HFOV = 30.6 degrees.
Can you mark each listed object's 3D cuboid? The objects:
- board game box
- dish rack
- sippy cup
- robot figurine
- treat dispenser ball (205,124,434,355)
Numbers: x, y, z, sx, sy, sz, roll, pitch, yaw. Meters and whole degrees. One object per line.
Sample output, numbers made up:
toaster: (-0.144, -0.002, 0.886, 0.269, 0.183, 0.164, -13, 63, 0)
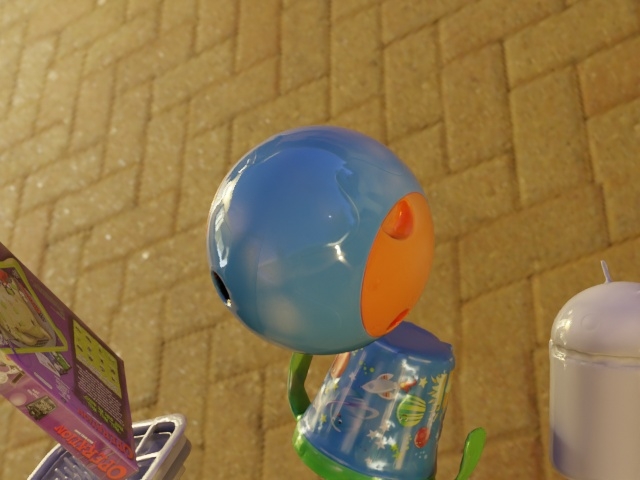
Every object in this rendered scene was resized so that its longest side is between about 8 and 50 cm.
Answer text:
board game box: (-0.339, 0.116, 1.363, 0.056, 0.347, 0.208, -34, 35, 5)
dish rack: (-0.344, 0.392, 1.732, 0.332, 0.072, 0.285, -15, 29, 39)
sippy cup: (0.098, 0.245, 1.802, 0.240, 0.305, 0.224, -83, 11, -74)
robot figurine: (0.417, 0.210, 1.618, 0.300, 0.199, 0.354, 13, 105, 58)
treat dispenser ball: (0.000, 0.000, 1.467, 0.288, 0.288, 0.288, -22, 45, 25)
